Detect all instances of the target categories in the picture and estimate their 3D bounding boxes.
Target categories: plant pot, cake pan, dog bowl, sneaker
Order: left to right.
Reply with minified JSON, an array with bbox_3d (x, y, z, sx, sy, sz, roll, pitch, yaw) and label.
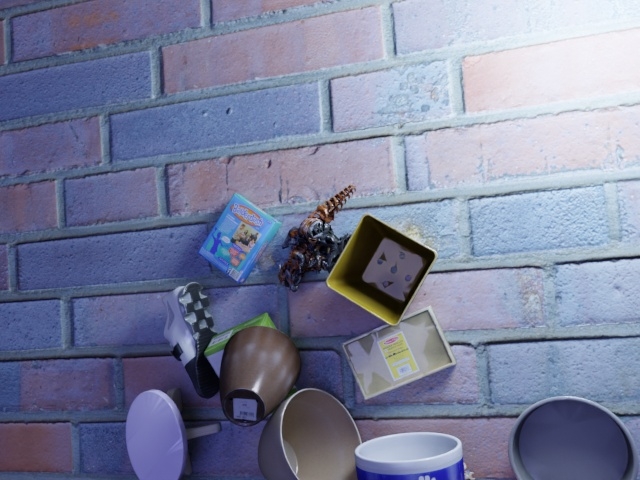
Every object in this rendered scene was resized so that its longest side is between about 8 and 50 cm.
[{"bbox_3d":[-0.375,0.295,1.936,0.146,0.123,0.330,-16,83,34],"label":"sneaker"},{"bbox_3d":[-0.170,0.363,1.703,0.216,0.230,0.215,2,109,6],"label":"plant pot"},{"bbox_3d":[-0.053,0.554,1.754,0.191,0.284,0.284,-35,77,36],"label":"plant pot"},{"bbox_3d":[0.173,0.076,1.731,0.212,0.187,0.212,31,95,16],"label":"plant pot"},{"bbox_3d":[0.219,0.558,1.653,0.265,0.265,0.104,-7,87,16],"label":"dog bowl"},{"bbox_3d":[0.609,0.516,1.629,0.294,0.054,0.292,2,95,22],"label":"cake pan"}]

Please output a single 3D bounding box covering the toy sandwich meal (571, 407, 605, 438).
[{"bbox_3d":[0.662,0.447,1.649,0.086,0.029,0.085,2,95,22],"label":"toy sandwich meal"}]

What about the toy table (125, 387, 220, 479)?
[{"bbox_3d":[-0.430,0.553,1.904,0.253,0.161,0.274,1,88,17],"label":"toy table"}]

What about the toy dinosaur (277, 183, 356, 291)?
[{"bbox_3d":[0.000,0.000,1.815,0.218,0.164,0.321,34,119,31],"label":"toy dinosaur"}]

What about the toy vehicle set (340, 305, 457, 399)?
[{"bbox_3d":[0.206,0.301,1.788,0.267,0.035,0.165,-25,80,14],"label":"toy vehicle set"}]

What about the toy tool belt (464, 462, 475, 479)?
[{"bbox_3d":[0.371,0.612,1.722,0.051,0.052,0.083,15,96,-14],"label":"toy tool belt"}]

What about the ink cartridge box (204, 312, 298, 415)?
[{"bbox_3d":[-0.176,0.360,1.876,0.189,0.097,0.255,-25,105,14],"label":"ink cartridge box"}]

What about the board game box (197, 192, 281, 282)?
[{"bbox_3d":[-0.234,-0.007,1.930,0.160,0.047,0.210,36,98,16],"label":"board game box"}]
